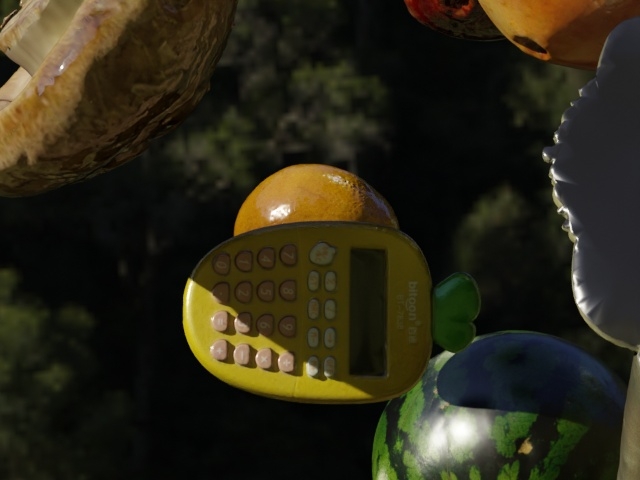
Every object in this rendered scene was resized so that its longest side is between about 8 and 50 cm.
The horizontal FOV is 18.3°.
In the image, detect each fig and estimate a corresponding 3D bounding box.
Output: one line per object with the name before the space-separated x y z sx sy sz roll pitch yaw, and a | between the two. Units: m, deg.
fig | 0.190 -0.335 2.099 0.186 0.249 0.203 26 -32 13

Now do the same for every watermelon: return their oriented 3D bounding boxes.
watermelon | 0.191 0.229 1.973 0.285 0.285 0.285 -5 -5 0

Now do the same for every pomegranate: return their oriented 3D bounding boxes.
pomegranate | 0.200 -0.215 1.379 0.209 0.209 0.209 -5 -5 0

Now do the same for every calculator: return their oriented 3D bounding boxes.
calculator | 0.009 0.056 1.557 0.235 0.146 0.032 2 -14 -6

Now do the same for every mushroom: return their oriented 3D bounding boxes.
mushroom | -0.165 -0.128 1.461 0.278 0.146 0.278 -44 13 13

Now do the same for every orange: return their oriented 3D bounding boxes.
orange | 0.000 0.000 1.805 0.156 0.124 0.156 12 -43 12

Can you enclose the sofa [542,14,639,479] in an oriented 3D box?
sofa | 0.215 0.014 1.120 0.182 0.258 0.200 5 -30 9
